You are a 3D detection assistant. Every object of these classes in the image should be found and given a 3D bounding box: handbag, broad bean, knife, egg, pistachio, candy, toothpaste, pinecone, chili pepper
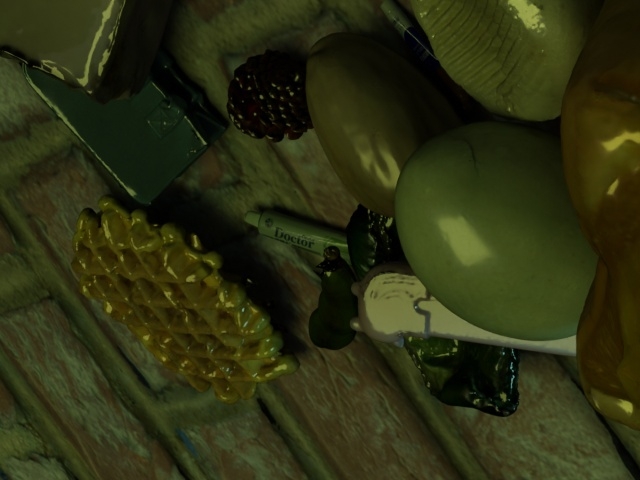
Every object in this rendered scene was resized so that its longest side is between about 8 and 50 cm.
[{"bbox_3d":[-0.220,-0.169,1.962,0.229,0.062,0.179,48,138,-2],"label":"handbag"},{"bbox_3d":[0.019,0.078,1.908,0.060,0.043,0.297,30,160,8],"label":"broad bean"},{"bbox_3d":[0.222,0.074,1.702,0.398,0.038,0.132,7,107,15],"label":"knife"},{"bbox_3d":[0.175,-0.009,1.573,0.253,0.186,0.186,26,150,-29],"label":"egg"},{"bbox_3d":[0.064,-0.110,1.683,0.206,0.131,0.129,59,179,5],"label":"pistachio"},{"bbox_3d":[-0.255,-0.256,1.810,0.185,0.137,0.195,25,112,12],"label":"candy"},{"bbox_3d":[0.088,-0.198,1.681,0.083,0.015,0.024,54,146,6],"label":"toothpaste"},{"bbox_3d":[-0.049,-0.148,1.805,0.102,0.102,0.109,52,169,-8],"label":"pinecone"},{"bbox_3d":[0.126,0.049,1.811,0.148,0.116,0.264,-6,118,58],"label":"chili pepper"},{"bbox_3d":[0.000,0.000,1.931,0.197,0.029,0.048,19,134,26],"label":"toothpaste"}]

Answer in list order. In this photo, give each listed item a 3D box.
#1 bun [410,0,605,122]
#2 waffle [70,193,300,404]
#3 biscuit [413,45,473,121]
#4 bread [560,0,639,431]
[{"bbox_3d":[0.171,-0.216,1.507,0.231,0.133,0.231,48,165,17],"label":"bun"},{"bbox_3d":[-0.177,0.076,2.092,0.329,0.062,0.329,27,150,17],"label":"waffle"},{"bbox_3d":[0.114,-0.150,1.707,0.092,0.016,0.082,-15,105,54],"label":"biscuit"},{"bbox_3d":[0.330,-0.032,1.349,0.250,0.394,0.361,4,124,20],"label":"bread"}]
